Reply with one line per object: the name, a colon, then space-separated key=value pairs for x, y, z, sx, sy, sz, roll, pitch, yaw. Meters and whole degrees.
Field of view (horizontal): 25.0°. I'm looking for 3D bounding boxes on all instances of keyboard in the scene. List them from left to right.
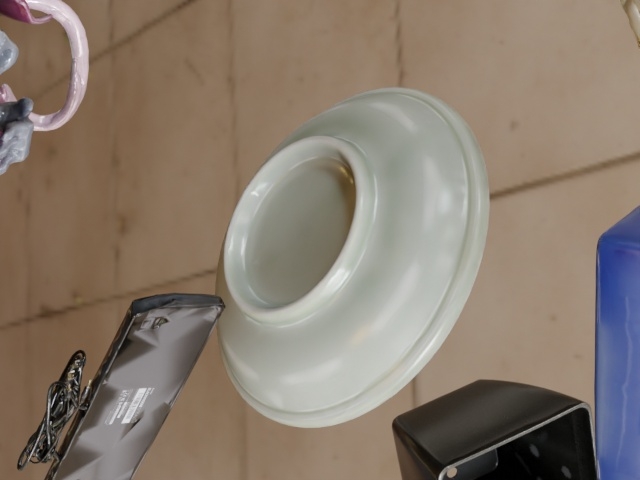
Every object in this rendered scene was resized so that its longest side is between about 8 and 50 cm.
keyboard: x=-0.143 y=0.100 z=0.972 sx=0.038 sy=0.100 sz=0.192 roll=53 pitch=127 yaw=35

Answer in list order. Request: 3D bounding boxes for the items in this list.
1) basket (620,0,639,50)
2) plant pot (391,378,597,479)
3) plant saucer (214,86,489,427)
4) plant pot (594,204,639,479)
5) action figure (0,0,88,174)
basket: x=0.529 y=-0.375 z=1.692 sx=0.328 sy=0.266 sz=0.331 roll=-38 pitch=64 yaw=54
plant pot: x=0.180 y=0.254 z=1.570 sx=0.167 sy=0.188 sz=0.187 roll=36 pitch=143 yaw=58
plant saucer: x=0.000 y=0.000 z=1.578 sx=0.400 sy=0.100 sz=0.400 roll=-24 pitch=53 yaw=36
plant pot: x=0.369 y=0.081 z=1.172 sx=0.212 sy=0.236 sz=0.236 roll=11 pitch=116 yaw=35
action figure: x=-0.391 y=-0.206 z=1.139 sx=0.370 sy=0.276 sz=0.248 roll=24 pitch=119 yaw=12
